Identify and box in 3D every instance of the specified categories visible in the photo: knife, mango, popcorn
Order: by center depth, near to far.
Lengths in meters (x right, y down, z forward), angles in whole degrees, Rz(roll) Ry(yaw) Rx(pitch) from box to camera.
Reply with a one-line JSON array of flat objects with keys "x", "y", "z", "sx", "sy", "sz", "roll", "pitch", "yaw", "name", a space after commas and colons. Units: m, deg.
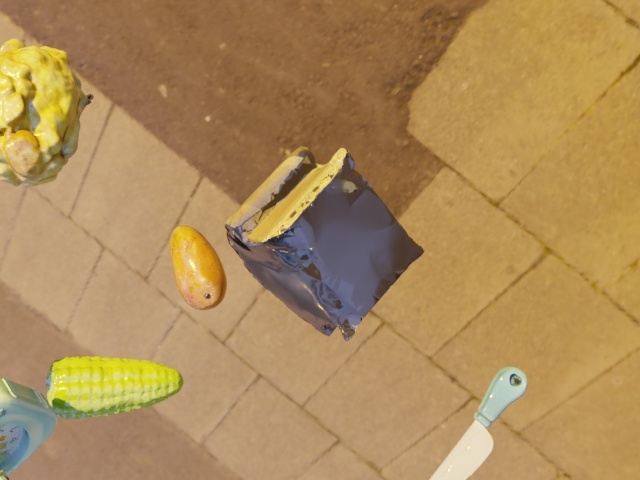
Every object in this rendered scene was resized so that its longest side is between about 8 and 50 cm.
[{"x": 0.241, "y": 0.300, "z": 1.385, "sx": 0.058, "sy": 0.244, "sz": 0.032, "roll": 34, "pitch": 172, "yaw": -1, "name": "knife"}, {"x": -0.226, "y": 0.047, "z": 1.663, "sx": 0.115, "sy": 0.089, "sz": 0.165, "roll": 152, "pitch": 102, "yaw": -74, "name": "mango"}, {"x": -0.555, "y": -0.239, "z": 1.717, "sx": 0.215, "sy": 0.286, "sz": 0.252, "roll": 13, "pitch": 158, "yaw": -4, "name": "popcorn"}]

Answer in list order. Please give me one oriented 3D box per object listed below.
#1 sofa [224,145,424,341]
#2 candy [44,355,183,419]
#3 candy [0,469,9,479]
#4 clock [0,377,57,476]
[{"x": 0.000, "y": 0.000, "z": 1.405, "sx": 0.258, "sy": 0.200, "sz": 0.182, "roll": 49, "pitch": 164, "yaw": -25, "name": "sofa"}, {"x": -0.317, "y": 0.224, "z": 1.402, "sx": 0.209, "sy": 0.097, "sz": 0.097, "roll": -1, "pitch": 134, "yaw": -17, "name": "candy"}, {"x": -0.384, "y": 0.530, "z": 1.155, "sx": 0.398, "sy": 0.263, "sz": 0.172, "roll": 49, "pitch": 169, "yaw": 1, "name": "candy"}, {"x": -0.471, "y": 0.278, "z": 1.252, "sx": 0.060, "sy": 0.188, "sz": 0.148, "roll": 43, "pitch": 177, "yaw": 31, "name": "clock"}]
